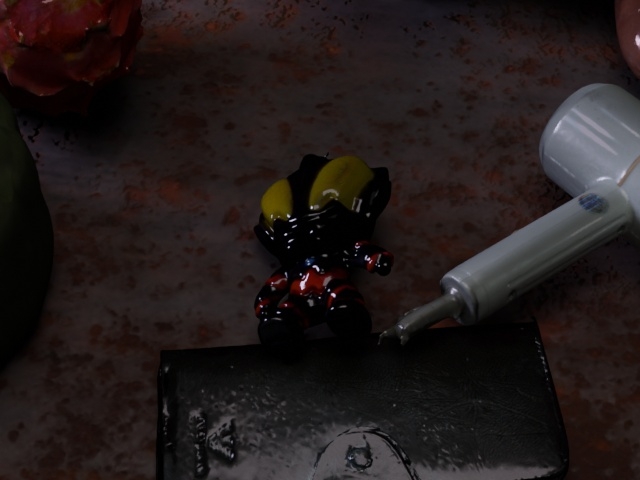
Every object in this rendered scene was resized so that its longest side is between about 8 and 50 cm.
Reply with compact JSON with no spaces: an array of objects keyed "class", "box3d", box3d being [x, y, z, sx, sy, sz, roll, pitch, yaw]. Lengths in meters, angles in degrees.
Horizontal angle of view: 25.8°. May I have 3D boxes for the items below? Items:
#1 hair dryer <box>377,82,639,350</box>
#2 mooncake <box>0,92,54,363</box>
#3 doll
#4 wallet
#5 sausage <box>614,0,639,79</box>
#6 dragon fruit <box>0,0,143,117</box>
[{"class":"hair dryer","box3d":[0.182,-0.005,1.175,0.357,0.107,0.173,-28,51,-26]},{"class":"mooncake","box3d":[-0.393,-0.022,1.162,0.351,0.187,0.351,-2,47,2]},{"class":"doll","box3d":[0.001,-0.003,1.188,0.127,0.088,0.248,7,37,3]},{"class":"wallet","box3d":[0.028,0.140,1.100,0.318,0.045,0.172,-5,47,-1]},{"class":"sausage","box3d":[0.344,-0.310,1.471,0.088,0.088,0.433,3,48,4]},{"class":"dragon fruit","box3d":[-0.277,-0.223,1.338,0.205,0.210,0.268,-41,38,-11]}]
